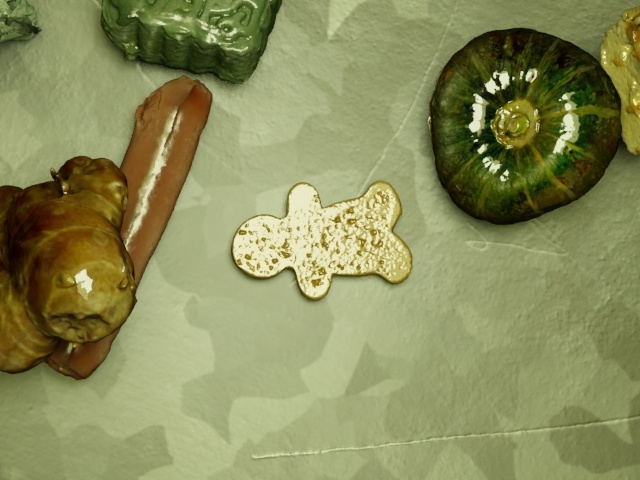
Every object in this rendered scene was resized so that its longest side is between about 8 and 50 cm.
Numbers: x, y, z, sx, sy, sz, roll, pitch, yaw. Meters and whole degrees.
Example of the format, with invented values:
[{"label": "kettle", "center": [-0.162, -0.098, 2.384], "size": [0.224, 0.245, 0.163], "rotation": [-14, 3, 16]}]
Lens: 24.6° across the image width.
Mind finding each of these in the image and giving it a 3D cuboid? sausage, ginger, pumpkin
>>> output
[{"label": "sausage", "center": [-0.249, -0.020, 1.901], "size": [0.094, 0.094, 0.419], "rotation": [20, 82, 17]}, {"label": "ginger", "center": [-0.368, 0.027, 1.805], "size": [0.357, 0.152, 0.274], "rotation": [-22, 56, 29]}, {"label": "pumpkin", "center": [0.270, -0.148, 1.922], "size": [0.260, 0.189, 0.260], "rotation": [-1, 86, 20]}]

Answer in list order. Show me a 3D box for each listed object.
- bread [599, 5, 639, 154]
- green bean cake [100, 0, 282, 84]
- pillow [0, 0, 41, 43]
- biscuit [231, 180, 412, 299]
[{"label": "bread", "center": [0.511, -0.233, 1.945], "size": [0.274, 0.114, 0.185], "rotation": [-16, 86, -29]}, {"label": "green bean cake", "center": [-0.165, -0.329, 1.909], "size": [0.227, 0.125, 0.223], "rotation": [17, 70, 2]}, {"label": "pillow", "center": [-0.502, -0.323, 1.818], "size": [0.310, 0.283, 0.138], "rotation": [22, 94, -7]}, {"label": "biscuit", "center": [0.000, 0.000, 1.951], "size": [0.240, 0.035, 0.158], "rotation": [-5, 83, -6]}]
